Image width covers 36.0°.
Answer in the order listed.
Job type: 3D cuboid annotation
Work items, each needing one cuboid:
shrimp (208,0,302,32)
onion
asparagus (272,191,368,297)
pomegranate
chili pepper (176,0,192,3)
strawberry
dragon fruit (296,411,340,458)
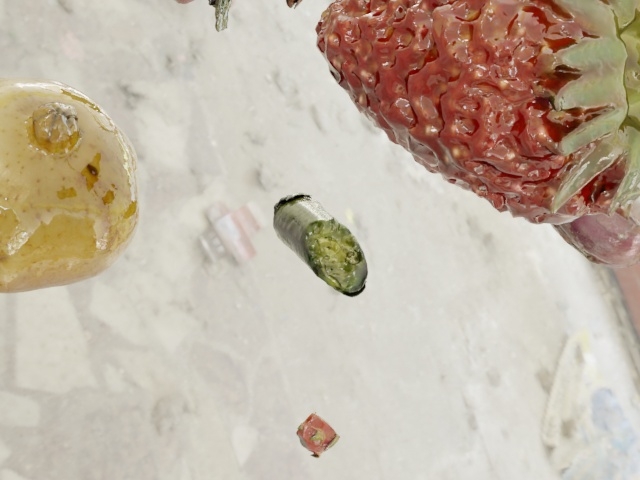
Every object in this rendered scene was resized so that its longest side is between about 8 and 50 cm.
[{"bbox_3d":[-0.061,-0.376,1.281,0.173,0.253,0.058,20,29,0],"label":"shrimp"},{"bbox_3d":[0.432,-0.064,1.643,0.284,0.120,0.227,57,14,26],"label":"onion"},{"bbox_3d":[0.000,0.000,1.930,0.108,0.382,0.129,-4,106,-16],"label":"asparagus"},{"bbox_3d":[-0.476,-0.107,1.643,0.410,0.410,0.410,30,46,-37],"label":"pomegranate"},{"bbox_3d":[-0.338,-0.601,1.974,0.338,0.134,0.131,35,32,-63],"label":"chili pepper"},{"bbox_3d":[0.166,-0.154,0.882,0.292,0.343,0.292,-7,104,-32],"label":"strawberry"},{"bbox_3d":[-0.003,0.352,1.751,0.056,0.060,0.083,-44,147,-23],"label":"dragon fruit"}]
